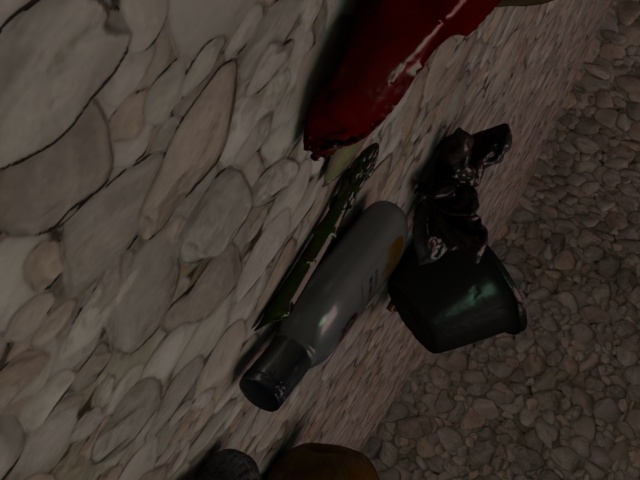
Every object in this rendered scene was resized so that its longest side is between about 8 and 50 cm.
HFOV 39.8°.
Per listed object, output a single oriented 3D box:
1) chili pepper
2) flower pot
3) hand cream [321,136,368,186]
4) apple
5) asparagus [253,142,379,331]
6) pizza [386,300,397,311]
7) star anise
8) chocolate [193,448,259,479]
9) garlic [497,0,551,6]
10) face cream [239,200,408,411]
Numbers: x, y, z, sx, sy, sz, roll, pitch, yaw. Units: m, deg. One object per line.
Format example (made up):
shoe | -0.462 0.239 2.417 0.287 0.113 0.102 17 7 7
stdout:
chili pepper | 0.101 -0.222 0.693 0.388 0.110 0.110 -57 167 10
flower pot | 0.228 0.098 1.599 0.166 0.269 0.269 -36 162 -9
hand cream | 0.037 -0.111 0.831 0.061 0.039 0.143 -51 169 -41
apple | -0.001 0.441 1.491 0.211 0.211 0.188 38 56 -76
asparagus | -0.001 0.000 0.935 0.236 0.027 0.034 -60 177 0
pizza | 0.165 0.117 1.783 0.083 0.025 0.078 -58 164 -13
star anise | 0.209 -0.071 1.379 0.283 0.129 0.212 107 1 -55
chocolate | -0.123 0.292 1.012 0.167 0.072 0.072 -29 146 -61
garlic | 0.240 -0.358 0.858 0.279 0.132 0.325 -28 142 -51
face cream | 0.008 0.077 1.035 0.291 0.071 0.144 -48 162 -38
